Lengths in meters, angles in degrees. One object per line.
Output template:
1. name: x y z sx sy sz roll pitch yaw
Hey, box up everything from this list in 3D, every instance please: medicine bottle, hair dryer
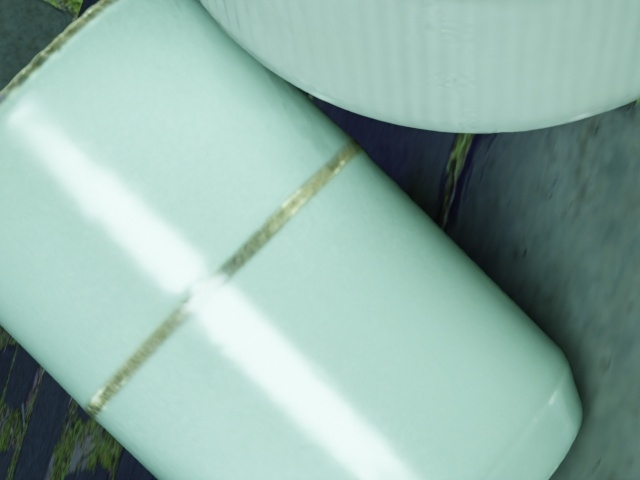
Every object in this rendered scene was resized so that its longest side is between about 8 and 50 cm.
1. medicine bottle: 0.031 -0.179 0.320 0.340 0.208 0.208 83 -164 -63
2. hair dryer: 0.000 0.000 0.597 0.107 0.173 0.357 -44 1 12
